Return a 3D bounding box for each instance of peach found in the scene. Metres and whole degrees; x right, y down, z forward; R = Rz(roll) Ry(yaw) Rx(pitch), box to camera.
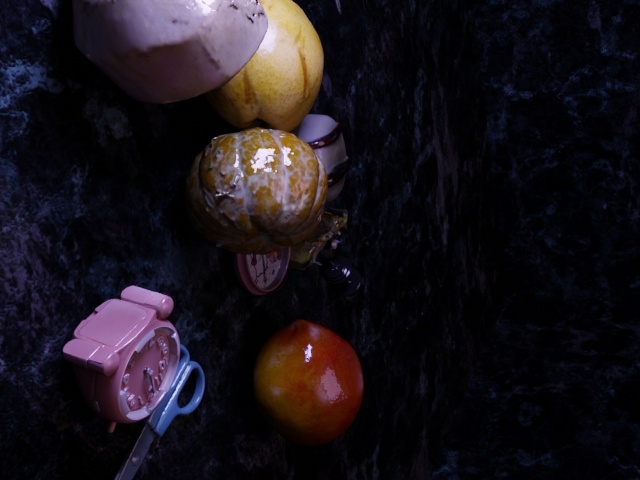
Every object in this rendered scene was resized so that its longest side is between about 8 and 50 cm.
[{"bbox_3d":[-0.034,0.372,1.927,0.308,0.307,0.333,-33,116,-56],"label":"peach"}]

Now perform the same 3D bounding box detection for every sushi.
[{"bbox_3d":[0.000,-0.006,2.103,0.291,0.139,0.131,-40,135,-55],"label":"sushi"}]

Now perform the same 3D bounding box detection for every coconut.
[{"bbox_3d":[-0.273,-0.407,1.354,0.352,0.352,0.353,-12,103,-61],"label":"coconut"}]

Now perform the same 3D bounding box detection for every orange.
[{"bbox_3d":[-0.141,-0.101,1.632,0.329,0.329,0.249,43,34,-55],"label":"orange"}]

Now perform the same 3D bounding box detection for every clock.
[{"bbox_3d":[-0.155,0.021,1.898,0.244,0.056,0.245,-8,99,-63],"label":"clock"},{"bbox_3d":[-0.385,0.245,1.435,0.227,0.142,0.241,-52,146,-46],"label":"clock"}]

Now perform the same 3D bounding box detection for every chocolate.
[{"bbox_3d":[-0.031,-0.206,1.860,0.283,0.186,0.284,-10,102,-61],"label":"chocolate"}]

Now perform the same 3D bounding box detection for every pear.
[{"bbox_3d":[-0.140,-0.398,1.638,0.314,0.314,0.315,-12,103,-61],"label":"pear"}]

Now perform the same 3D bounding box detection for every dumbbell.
[{"bbox_3d":[0.069,0.113,2.279,0.208,0.099,0.099,51,50,-50],"label":"dumbbell"}]

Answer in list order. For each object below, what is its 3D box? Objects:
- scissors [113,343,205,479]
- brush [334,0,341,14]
[{"bbox_3d":[-0.380,0.433,1.556,0.447,0.029,0.193,-64,144,-36],"label":"scissors"},{"bbox_3d":[0.038,-0.784,2.204,0.063,0.016,0.193,-51,136,-46],"label":"brush"}]
